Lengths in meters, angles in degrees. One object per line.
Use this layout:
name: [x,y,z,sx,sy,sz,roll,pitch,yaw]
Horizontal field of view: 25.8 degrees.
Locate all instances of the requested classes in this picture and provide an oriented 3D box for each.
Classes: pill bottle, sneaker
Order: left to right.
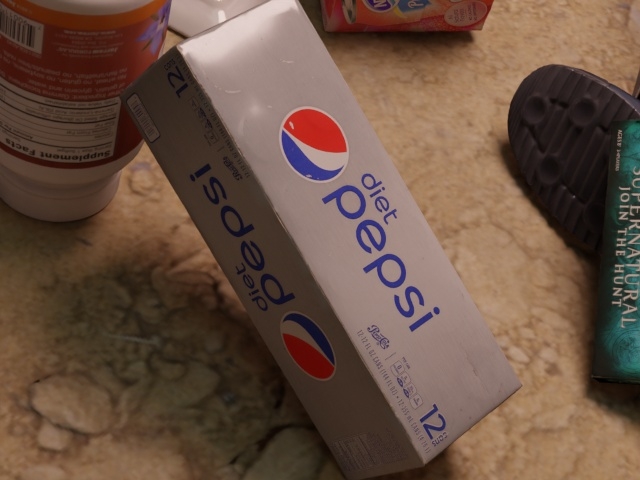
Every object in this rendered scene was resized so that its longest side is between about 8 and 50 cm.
pill bottle: [-0.165,-0.116,0.912,0.121,0.216,0.121,8,48,-9]
sneaker: [0.279,-0.019,1.050,0.319,0.112,0.131,45,28,27]

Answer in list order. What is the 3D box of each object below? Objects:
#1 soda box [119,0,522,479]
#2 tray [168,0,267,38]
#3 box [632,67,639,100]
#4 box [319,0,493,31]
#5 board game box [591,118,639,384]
soda box: [0.000,0.000,0.860,0.098,0.091,0.286,-33,93,-34]
tray: [-0.153,-0.259,1.171,0.270,0.030,0.145,29,49,11]
box: [0.359,-0.223,1.126,0.127,0.262,0.231,22,46,4]
box: [0.064,-0.337,1.170,0.142,0.154,0.300,-2,64,-11]
board game box: [0.256,0.007,0.952,0.126,0.026,0.186,0,76,26]
